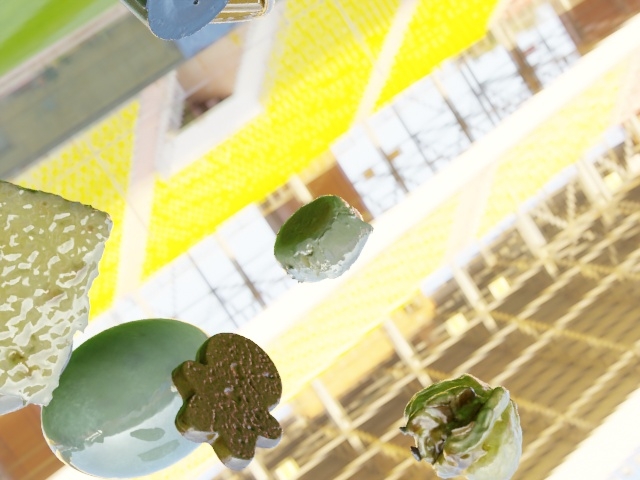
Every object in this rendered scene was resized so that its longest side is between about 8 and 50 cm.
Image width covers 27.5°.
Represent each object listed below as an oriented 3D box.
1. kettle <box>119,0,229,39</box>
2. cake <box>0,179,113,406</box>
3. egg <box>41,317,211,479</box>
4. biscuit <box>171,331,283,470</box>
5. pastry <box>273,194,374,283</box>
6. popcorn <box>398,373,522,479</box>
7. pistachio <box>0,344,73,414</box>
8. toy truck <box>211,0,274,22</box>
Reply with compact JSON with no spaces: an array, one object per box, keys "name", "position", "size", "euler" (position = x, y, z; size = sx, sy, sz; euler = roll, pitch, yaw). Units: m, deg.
[{"name":"kettle","position":[-0.230,-0.342,1.475],"size":[0.202,0.232,0.144],"euler":[-28,151,-40]},{"name":"cake","position":[-0.390,0.030,1.443],"size":[0.286,0.227,0.222],"euler":[13,-97,65]},{"name":"egg","position":[-0.308,0.267,2.223],"size":[0.258,0.258,0.352],"euler":[-22,-174,47]},{"name":"biscuit","position":[-0.124,0.217,1.812],"size":[0.039,0.180,0.236],"euler":[-47,-169,33]},{"name":"pastry","position":[0.000,0.000,2.094],"size":[0.166,0.088,0.166],"euler":[-34,-153,20]},{"name":"popcorn","position":[0.249,0.328,2.226],"size":[0.191,0.190,0.253],"euler":[-25,180,8]},{"name":"pistachio","position":[-0.402,0.153,1.763],"size":[0.108,0.126,0.185],"euler":[14,-103,60]},{"name":"toy truck","position":[-0.167,-0.442,1.940],"size":[0.204,0.211,0.288],"euler":[-2,178,-5]}]
